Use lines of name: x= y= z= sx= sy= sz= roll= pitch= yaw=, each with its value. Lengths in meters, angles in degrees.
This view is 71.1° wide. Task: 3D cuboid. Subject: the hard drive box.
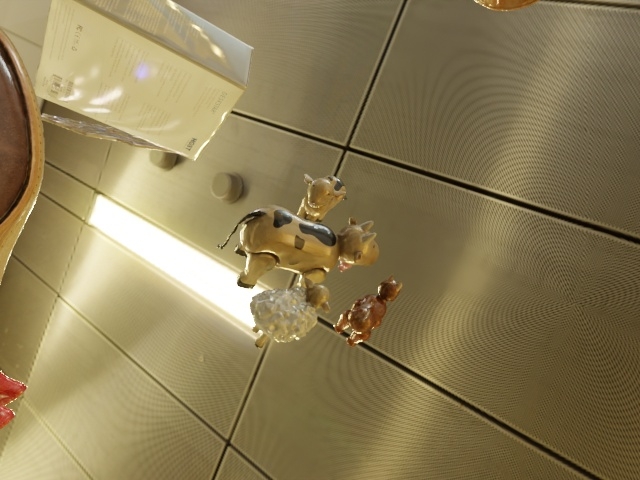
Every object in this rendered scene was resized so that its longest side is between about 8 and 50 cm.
hard drive box: x=-0.238 y=-0.231 z=0.611 sx=0.181 sy=0.232 sz=0.089 roll=-35 pitch=-137 yaw=44

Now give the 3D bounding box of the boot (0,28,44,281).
boot: x=-0.246 y=-0.025 z=0.208 sx=0.090 sy=0.207 sz=0.249 roll=5 pitch=-91 yaw=10

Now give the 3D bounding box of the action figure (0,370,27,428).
action figure: x=-0.369 y=0.061 z=0.308 sx=0.139 sy=0.281 sz=0.091 roll=-38 pitch=-161 yaw=-18

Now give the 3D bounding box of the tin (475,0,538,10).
tin: x=0.250 y=-0.397 z=0.645 sx=0.106 sy=0.040 sz=0.190 roll=-38 pitch=-125 yaw=4

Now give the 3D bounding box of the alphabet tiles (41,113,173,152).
alphabet tiles: x=-0.451 y=-0.227 z=0.954 sx=0.198 sy=0.237 sz=0.009 roll=21 pitch=-79 yaw=14

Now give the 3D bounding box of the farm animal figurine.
farm animal figurine: x=0.000 y=0.000 z=0.754 sx=0.172 sy=0.326 sz=0.331 roll=-51 pitch=-129 yaw=35
